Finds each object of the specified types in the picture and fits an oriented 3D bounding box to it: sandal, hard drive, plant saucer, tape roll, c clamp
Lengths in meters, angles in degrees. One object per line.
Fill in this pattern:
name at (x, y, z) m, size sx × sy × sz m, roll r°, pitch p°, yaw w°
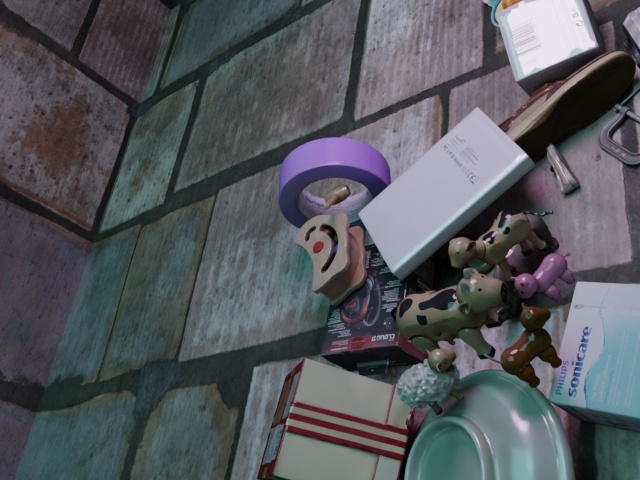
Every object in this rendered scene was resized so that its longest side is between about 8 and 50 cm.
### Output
sandal at (0.305, 0.010, 1.581) m, size 0.072 × 0.049 × 0.180 m, roll -52°, pitch 37°, yaw 5°
hard drive at (0.254, -0.104, 1.554) m, size 0.353 × 0.047 × 0.233 m, roll -42°, pitch 37°, yaw 13°
plant saucer at (0.240, 0.406, 1.222) m, size 0.400 × 0.100 × 0.400 m, roll -42°, pitch 38°, yaw 45°
tape roll at (0.036, -0.125, 1.788) m, size 0.275 × 0.275 × 0.090 m, roll -27°, pitch 47°, yaw 32°
c clamp at (0.616, -0.222, 1.439) m, size 0.137 × 0.022 × 0.160 m, roll -43°, pitch 38°, yaw 15°

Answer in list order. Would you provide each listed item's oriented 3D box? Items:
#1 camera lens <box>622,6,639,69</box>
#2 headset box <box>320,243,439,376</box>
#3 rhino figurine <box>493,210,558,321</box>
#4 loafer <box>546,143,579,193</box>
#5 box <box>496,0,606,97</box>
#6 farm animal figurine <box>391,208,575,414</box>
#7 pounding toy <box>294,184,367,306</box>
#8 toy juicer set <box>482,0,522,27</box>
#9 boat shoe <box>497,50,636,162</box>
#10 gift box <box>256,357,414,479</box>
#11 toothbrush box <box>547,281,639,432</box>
camera lens at (0.701, -0.374, 1.297) m, size 0.274 × 0.219 × 0.219 m, roll -33°, pitch 43°, yaw 27°
headset box at (0.129, 0.155, 1.613) m, size 0.218 × 0.110 × 0.293 m, roll -16°, pitch 52°, yaw 40°
rhino figurine at (0.379, 0.054, 1.421) m, size 0.073 × 0.106 × 0.243 m, roll 11°, pitch 71°, yaw 51°
loafer at (0.488, -0.148, 1.508) m, size 0.039 × 0.045 × 0.125 m, roll -42°, pitch 42°, yaw 28°
box at (0.502, -0.433, 1.585) m, size 0.182 × 0.119 × 0.181 m, roll -21°, pitch 69°, yaw 28°
farm animal figurine at (0.260, 0.097, 1.256) m, size 0.327 × 0.172 × 0.330 m, roll -29°, pitch 31°, yaw 28°
pounding toy at (0.000, 0.000, 1.653) m, size 0.154 × 0.155 × 0.269 m, roll -25°, pitch 45°, yaw 29°
toy juicer set at (0.508, -0.591, 1.776) m, size 0.209 × 0.089 × 0.329 m, roll -36°, pitch 41°, yaw 24°
boat shoe at (0.492, -0.288, 1.549) m, size 0.342 × 0.123 × 0.123 m, roll -43°, pitch 40°, yaw 26°
gift box at (0.043, 0.385, 1.382) m, size 0.276 × 0.258 × 0.255 m, roll 129°, pitch 158°, yaw -71°
toothbrush box at (0.533, 0.189, 1.138) m, size 0.295 × 0.126 × 0.216 m, roll 0°, pitch 65°, yaw 47°
